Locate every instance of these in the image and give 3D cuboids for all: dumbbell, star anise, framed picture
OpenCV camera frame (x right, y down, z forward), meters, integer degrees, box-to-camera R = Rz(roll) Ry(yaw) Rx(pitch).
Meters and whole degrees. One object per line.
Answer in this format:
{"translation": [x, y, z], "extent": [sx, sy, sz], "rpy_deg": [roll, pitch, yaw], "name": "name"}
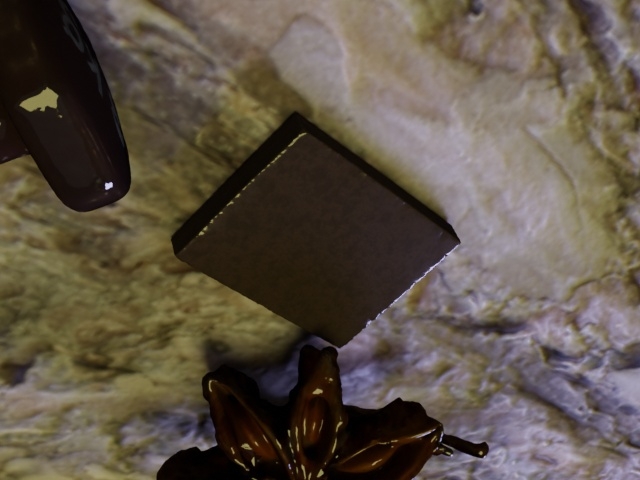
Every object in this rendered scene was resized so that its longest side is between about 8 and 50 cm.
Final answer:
{"translation": [-0.222, -0.049, 0.535], "extent": [0.225, 0.124, 0.140], "rpy_deg": [-22, 131, 0], "name": "dumbbell"}
{"translation": [-0.012, 0.177, 0.793], "extent": [0.220, 0.126, 0.190], "rpy_deg": [32, 94, -12], "name": "star anise"}
{"translation": [0.000, 0.000, 0.720], "extent": [0.128, 0.023, 0.168], "rpy_deg": [-43, 129, 19], "name": "framed picture"}
